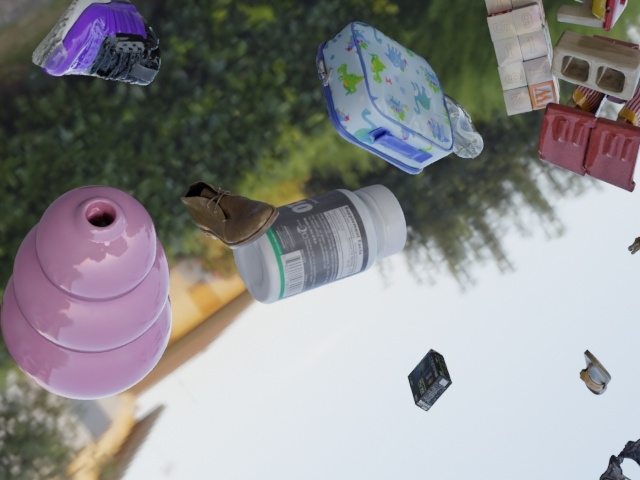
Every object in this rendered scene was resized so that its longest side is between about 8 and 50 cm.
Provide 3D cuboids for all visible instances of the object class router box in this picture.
[{"bbox_3d":[0.243,0.310,2.511,0.092,0.038,0.122,-53,-162,18],"label":"router box"}]

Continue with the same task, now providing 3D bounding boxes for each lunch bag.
[{"bbox_3d":[0.093,-0.197,1.593,0.090,0.176,0.219,-30,149,31],"label":"lunch bag"}]

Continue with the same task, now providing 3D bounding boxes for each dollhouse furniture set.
[{"bbox_3d":[0.429,-0.276,1.586,0.201,0.152,0.374,-54,155,-34],"label":"dollhouse furniture set"}]

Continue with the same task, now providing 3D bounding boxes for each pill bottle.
[{"bbox_3d":[0.000,0.000,2.557,0.361,0.204,0.204,-18,178,-26],"label":"pill bottle"}]

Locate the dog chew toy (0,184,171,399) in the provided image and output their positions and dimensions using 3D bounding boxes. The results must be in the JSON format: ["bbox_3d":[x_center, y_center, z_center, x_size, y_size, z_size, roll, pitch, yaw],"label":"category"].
[{"bbox_3d":[-0.265,0.052,1.308,0.207,0.206,0.332,-40,167,-30],"label":"dog chew toy"}]

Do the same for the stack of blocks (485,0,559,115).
[{"bbox_3d":[0.337,-0.380,1.926,0.087,0.297,0.171,-11,-166,16],"label":"stack of blocks"}]

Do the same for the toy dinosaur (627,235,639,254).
[{"bbox_3d":[0.547,0.007,1.636,0.183,0.092,0.053,-10,154,-3],"label":"toy dinosaur"}]

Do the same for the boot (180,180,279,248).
[{"bbox_3d":[-0.201,-0.061,2.371,0.112,0.115,0.305,-52,-151,-20],"label":"boot"}]

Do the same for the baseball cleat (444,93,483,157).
[{"bbox_3d":[0.220,-0.221,1.998,0.072,0.109,0.206,-30,143,13],"label":"baseball cleat"}]

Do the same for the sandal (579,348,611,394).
[{"bbox_3d":[0.577,0.292,2.394,0.049,0.072,0.180,-37,151,-10],"label":"sandal"}]

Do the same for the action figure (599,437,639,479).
[{"bbox_3d":[0.657,0.477,2.051,0.164,0.276,0.141,-41,146,-33],"label":"action figure"}]

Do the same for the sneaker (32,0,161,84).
[{"bbox_3d":[-0.296,-0.275,1.598,0.102,0.146,0.293,-45,-169,22],"label":"sneaker"}]
